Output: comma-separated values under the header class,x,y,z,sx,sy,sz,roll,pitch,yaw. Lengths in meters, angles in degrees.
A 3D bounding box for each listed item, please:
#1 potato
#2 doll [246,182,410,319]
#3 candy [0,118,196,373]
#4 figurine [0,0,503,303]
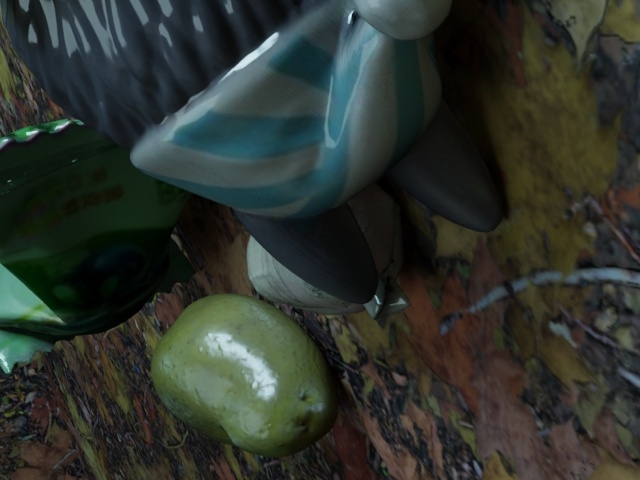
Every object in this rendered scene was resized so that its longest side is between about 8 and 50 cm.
class,x,y,z,sx,sy,sz,roll,pitch,yaw
potato,-0.067,0.135,1.065,0.194,0.157,0.157,31,138,50
doll,0.000,0.000,0.873,0.149,0.095,0.192,67,159,4
candy,-0.221,-0.026,1.099,0.172,0.263,0.398,52,154,8
figurine,0.012,-0.162,0.658,0.377,0.266,0.361,42,136,-24
